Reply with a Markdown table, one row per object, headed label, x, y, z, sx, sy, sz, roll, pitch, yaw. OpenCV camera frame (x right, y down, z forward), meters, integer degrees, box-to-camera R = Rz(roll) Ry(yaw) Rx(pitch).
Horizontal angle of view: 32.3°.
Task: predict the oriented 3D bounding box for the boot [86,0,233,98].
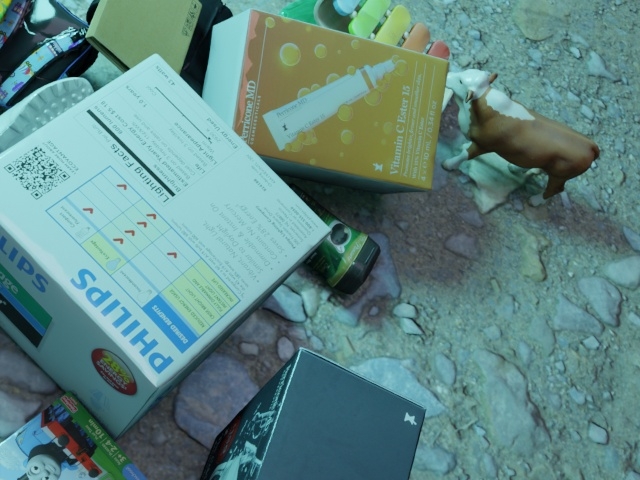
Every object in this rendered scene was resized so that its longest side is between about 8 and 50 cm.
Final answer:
| label | x | y | z | sx | sy | sz | roll | pitch | yaw |
| --- | --- | --- | --- | --- | --- | --- | --- | --- | --- |
| boot | -0.246 | -0.348 | 1.751 | 0.246 | 0.094 | 0.207 | 44 | 46 | -34 |

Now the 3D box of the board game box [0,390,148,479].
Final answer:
| label | x | y | z | sx | sy | sz | roll | pitch | yaw |
| --- | --- | --- | --- | --- | --- | --- | --- | --- | --- |
| board game box | -0.343 | 0.311 | 1.371 | 0.160 | 0.039 | 0.211 | 47 | 53 | 5 |

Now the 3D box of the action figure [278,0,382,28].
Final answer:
| label | x | y | z | sx | sy | sz | roll | pitch | yaw |
| --- | --- | --- | --- | --- | --- | --- | --- | --- | --- |
| action figure | -0.003 | -0.391 | 1.956 | 0.232 | 0.063 | 0.137 | -31 | 81 | -41 |

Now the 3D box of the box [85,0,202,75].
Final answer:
| label | x | y | z | sx | sy | sz | roll | pitch | yaw |
| --- | --- | --- | --- | --- | --- | --- | --- | --- | --- |
| box | -0.256 | -0.323 | 1.629 | 0.164 | 0.021 | 0.201 | 41 | 50 | -39 |

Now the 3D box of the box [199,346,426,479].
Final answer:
| label | x | y | z | sx | sy | sz | roll | pitch | yaw |
| --- | --- | --- | --- | --- | --- | --- | --- | --- | --- |
| box | -0.053 | 0.357 | 1.320 | 0.179 | 0.312 | 0.343 | 27 | 52 | -11 |

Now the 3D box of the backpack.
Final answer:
| label | x | y | z | sx | sy | sz | roll | pitch | yaw |
| --- | --- | --- | --- | --- | --- | --- | --- | --- | --- |
| backpack | -0.431 | -0.273 | 1.629 | 0.158 | 0.117 | 0.173 | 39 | 81 | 0 |

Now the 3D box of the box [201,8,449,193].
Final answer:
| label | x | y | z | sx | sy | sz | roll | pitch | yaw |
| --- | --- | --- | --- | --- | --- | --- | --- | --- | --- |
| box | 0.002 | -0.206 | 1.726 | 0.345 | 0.168 | 0.214 | 9 | 86 | -24 |

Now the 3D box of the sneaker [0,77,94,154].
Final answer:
| label | x | y | z | sx | sy | sz | roll | pitch | yaw |
| --- | --- | --- | --- | --- | --- | --- | --- | --- | --- |
| sneaker | -0.421 | -0.158 | 1.553 | 0.235 | 0.095 | 0.090 | -42 | 127 | -26 |

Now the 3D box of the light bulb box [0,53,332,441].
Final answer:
| label | x | y | z | sx | sy | sz | roll | pitch | yaw |
| --- | --- | --- | --- | --- | --- | --- | --- | --- | --- |
| light bulb box | -0.250 | 0.005 | 1.485 | 0.358 | 0.225 | 0.361 | 45 | 52 | 3 |

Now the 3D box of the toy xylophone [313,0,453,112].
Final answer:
| label | x | y | z | sx | sy | sz | roll | pitch | yaw |
| --- | --- | --- | --- | --- | --- | --- | --- | --- | --- |
| toy xylophone | 0.100 | -0.324 | 1.920 | 0.323 | 0.081 | 0.236 | 40 | 52 | -25 |

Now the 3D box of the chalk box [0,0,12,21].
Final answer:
| label | x | y | z | sx | sy | sz | roll | pitch | yaw |
| --- | --- | --- | --- | --- | --- | --- | --- | --- | --- |
| chalk box | -0.508 | -0.362 | 1.539 | 0.132 | 0.132 | 0.213 | 40 | 59 | -34 |

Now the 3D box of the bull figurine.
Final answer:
| label | x | y | z | sx | sy | sz | roll | pitch | yaw |
| --- | --- | --- | --- | --- | --- | --- | --- | --- | --- |
| bull figurine | 0.326 | -0.178 | 1.919 | 0.310 | 0.188 | 0.101 | 25 | 52 | -12 |

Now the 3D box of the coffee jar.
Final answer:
| label | x | y | z | sx | sy | sz | roll | pitch | yaw |
| --- | --- | --- | --- | --- | --- | --- | --- | --- | --- |
| coffee jar | 0.000 | 0.000 | 1.711 | 0.184 | 0.079 | 0.096 | 35 | 49 | -3 |
